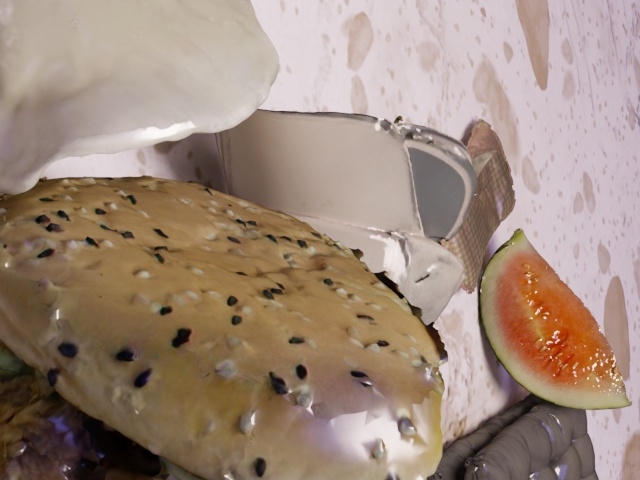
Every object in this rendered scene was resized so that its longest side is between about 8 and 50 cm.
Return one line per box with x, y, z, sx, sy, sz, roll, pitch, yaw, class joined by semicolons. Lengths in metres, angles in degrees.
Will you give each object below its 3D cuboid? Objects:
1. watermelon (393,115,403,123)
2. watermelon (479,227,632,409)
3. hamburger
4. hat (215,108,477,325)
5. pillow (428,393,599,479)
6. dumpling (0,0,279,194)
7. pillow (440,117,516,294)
0.091;-0.062;1.149;0.109;0.109;0.109;12;75;-54;watermelon
0.264;0.107;1.331;0.063;0.119;0.245;5;51;-57;watermelon
-0.096;0.084;0.678;0.277;0.318;0.195;15;107;-25;hamburger
-0.001;-0.008;0.895;0.275;0.232;0.161;74;32;-47;hat
0.236;0.313;1.300;0.326;0.101;0.228;-18;98;-57;pillow
-0.137;-0.153;0.711;0.318;0.243;0.187;-47;152;-38;dumpling
0.182;-0.046;1.333;0.135;0.034;0.211;62;38;-26;pillow
